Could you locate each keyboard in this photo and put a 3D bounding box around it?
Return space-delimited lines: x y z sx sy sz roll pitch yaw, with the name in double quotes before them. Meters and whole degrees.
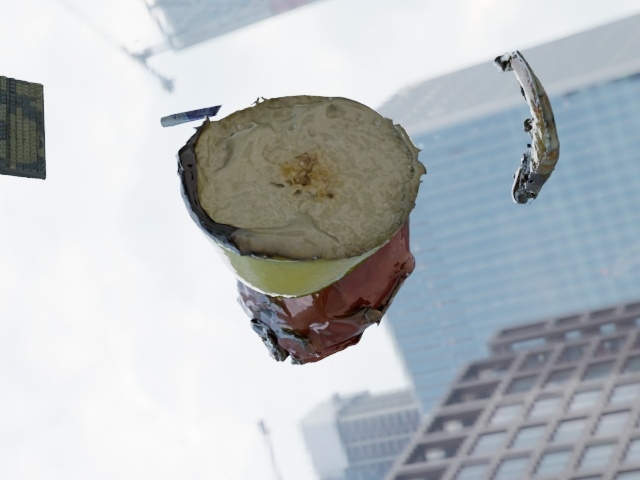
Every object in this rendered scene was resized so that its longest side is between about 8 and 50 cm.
"keyboard" -0.331 -0.126 1.565 0.055 0.014 0.176 10 -143 -20

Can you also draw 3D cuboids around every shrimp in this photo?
"shrimp" 0.217 -0.127 1.539 0.195 0.035 0.148 96 155 -65

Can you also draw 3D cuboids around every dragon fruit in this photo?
"dragon fruit" 0.000 -0.004 1.773 0.250 0.250 0.315 -39 -58 -58

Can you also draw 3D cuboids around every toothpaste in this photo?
"toothpaste" -0.156 -0.151 1.718 0.015 0.083 0.024 62 -145 -32

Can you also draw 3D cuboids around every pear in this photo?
"pear" -0.023 -0.020 1.527 0.267 0.267 0.178 -70 -10 -45
